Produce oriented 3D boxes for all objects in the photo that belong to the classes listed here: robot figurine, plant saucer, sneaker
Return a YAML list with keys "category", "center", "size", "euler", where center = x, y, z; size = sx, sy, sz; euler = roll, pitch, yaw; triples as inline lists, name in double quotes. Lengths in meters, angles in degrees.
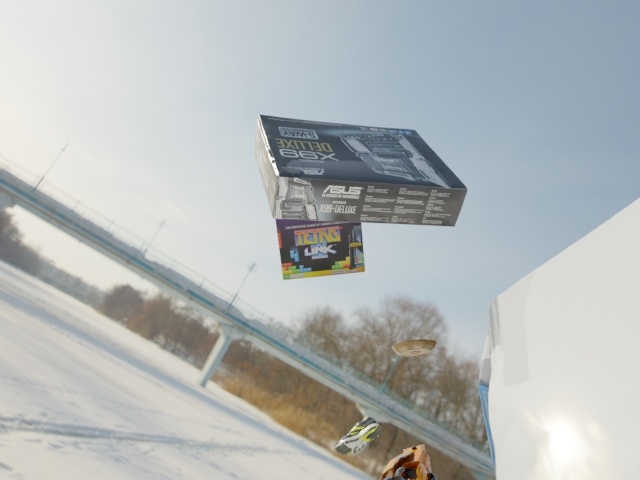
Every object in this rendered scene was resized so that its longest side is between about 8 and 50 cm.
- category: "robot figurine"
  center: [0.160, 0.501, 1.014]
  size: [0.085, 0.211, 0.291]
  euler: [-24, -4, 24]
- category: "plant saucer"
  center: [0.173, 0.199, 1.035]
  size: [0.083, 0.015, 0.083]
  euler: [-4, -25, -2]
- category: "sneaker"
  center: [0.061, 0.321, 0.927]
  size: [0.031, 0.083, 0.035]
  euler: [62, -1, -22]

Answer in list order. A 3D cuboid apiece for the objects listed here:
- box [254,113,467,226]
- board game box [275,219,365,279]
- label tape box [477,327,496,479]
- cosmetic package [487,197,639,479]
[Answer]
- category: "box"
  center: [0.053, -0.120, 0.950]
  size: [0.307, 0.077, 0.242]
  euler: [2, 32, -15]
- category: "board game box"
  center: [0.000, 0.000, 1.136]
  size: [0.170, 0.141, 0.048]
  euler: [-7, 20, 0]
- category: "label tape box"
  center: [0.362, 0.320, 1.033]
  size: [0.115, 0.348, 0.249]
  euler: [-4, -65, 27]
- category: "cosmetic package"
  center: [0.395, 0.185, 0.471]
  size: [0.393, 0.329, 0.327]
  euler: [40, -57, -12]
